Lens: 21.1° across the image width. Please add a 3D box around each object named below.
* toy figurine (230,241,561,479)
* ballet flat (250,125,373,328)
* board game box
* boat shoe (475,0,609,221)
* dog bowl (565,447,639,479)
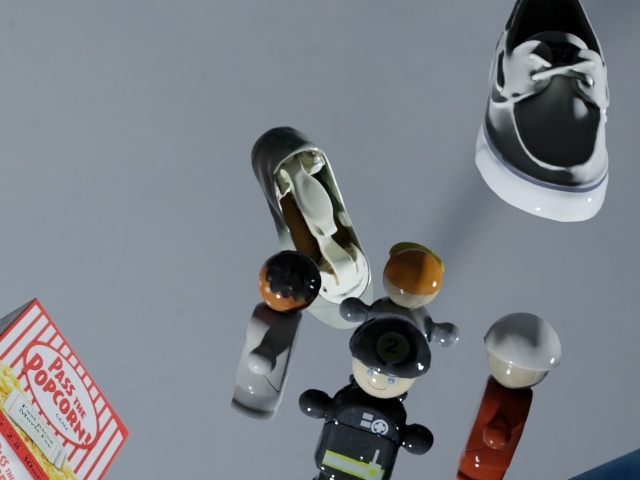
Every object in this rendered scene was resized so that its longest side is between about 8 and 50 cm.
[{"bbox_3d":[0.052,0.091,1.313,0.213,0.209,0.148,-1,118,-36],"label":"toy figurine"},{"bbox_3d":[0.000,0.000,1.486,0.072,0.068,0.213,-31,119,-13],"label":"ballet flat"},{"bbox_3d":[-0.234,0.144,1.386,0.045,0.193,0.146,-31,101,15],"label":"board game box"},{"bbox_3d":[0.173,-0.112,1.276,0.096,0.088,0.267,12,33,2],"label":"boat shoe"},{"bbox_3d":[0.284,0.216,1.315,0.297,0.166,0.074,-20,114,-21],"label":"dog bowl"}]
